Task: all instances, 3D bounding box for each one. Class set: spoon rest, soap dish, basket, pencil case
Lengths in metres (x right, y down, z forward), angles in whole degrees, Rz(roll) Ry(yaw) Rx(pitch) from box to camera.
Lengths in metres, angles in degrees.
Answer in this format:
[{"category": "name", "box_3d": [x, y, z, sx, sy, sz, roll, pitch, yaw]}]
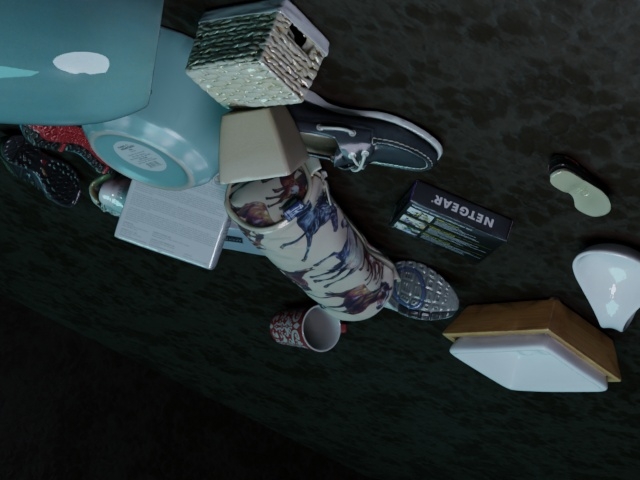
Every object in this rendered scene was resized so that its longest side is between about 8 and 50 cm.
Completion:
[{"category": "spoon rest", "box_3d": [0.499, 0.085, 1.741, 0.137, 0.084, 0.276, 11, 158, 23]}, {"category": "soap dish", "box_3d": [0.424, 0.210, 2.070, 0.229, 0.118, 0.291, 33, 156, -28]}, {"category": "basket", "box_3d": [-0.091, -0.253, 1.429, 0.167, 0.103, 0.113, 0, 152, 41]}, {"category": "pencil case", "box_3d": [0.000, 0.000, 1.888, 0.184, 0.159, 0.410, -19, 144, 18]}]

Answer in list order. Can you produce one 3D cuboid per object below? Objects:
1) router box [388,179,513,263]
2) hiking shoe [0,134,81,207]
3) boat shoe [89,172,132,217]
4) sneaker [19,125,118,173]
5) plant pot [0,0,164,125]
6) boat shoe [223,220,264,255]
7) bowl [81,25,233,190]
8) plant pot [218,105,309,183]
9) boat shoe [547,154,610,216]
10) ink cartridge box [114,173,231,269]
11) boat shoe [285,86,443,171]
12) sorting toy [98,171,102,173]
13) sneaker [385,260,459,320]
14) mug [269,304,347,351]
[{"category": "router box", "box_3d": [0.221, -0.029, 1.770, 0.179, 0.046, 0.133, 23, 159, -5]}, {"category": "hiking shoe", "box_3d": [-0.607, -0.156, 2.213, 0.114, 0.086, 0.227, 20, 158, 44]}, {"category": "boat shoe", "box_3d": [-0.403, -0.099, 2.024, 0.096, 0.098, 0.277, 18, 177, -15]}, {"category": "sneaker", "box_3d": [-0.439, -0.214, 1.904, 0.262, 0.104, 0.125, 23, -158, -45]}, {"category": "plant pot", "box_3d": [-0.328, -0.283, 1.352, 0.235, 0.292, 0.293, 8, 161, -11]}, {"category": "boat shoe", "box_3d": [-0.196, -0.056, 2.014, 0.306, 0.104, 0.113, 10, 146, 8]}, {"category": "bowl", "box_3d": [-0.255, -0.191, 1.656, 0.312, 0.163, 0.311, 17, 159, 7]}, {"category": "plant pot", "box_3d": [-0.089, -0.146, 1.497, 0.109, 0.109, 0.096, -6, 106, 18]}, {"category": "boat shoe", "box_3d": [0.380, -0.080, 1.508, 0.049, 0.042, 0.133, -32, 130, 33]}, {"category": "ink cartridge box", "box_3d": [-0.245, -0.085, 1.864, 0.189, 0.232, 0.066, 19, -178, 2]}, {"category": "boat shoe", "box_3d": [0.033, -0.151, 1.579, 0.303, 0.091, 0.114, 17, 156, 8]}, {"category": "sorting toy", "box_3d": [-0.422, -0.142, 2.144, 0.062, 0.012, 0.083, 31, 157, -30]}, {"category": "sneaker", "box_3d": [0.144, 0.091, 2.099, 0.297, 0.111, 0.129, 17, 175, 20]}, {"category": "mug", "box_3d": [-0.031, 0.223, 2.545, 0.150, 0.113, 0.169, 35, 159, -28]}]
